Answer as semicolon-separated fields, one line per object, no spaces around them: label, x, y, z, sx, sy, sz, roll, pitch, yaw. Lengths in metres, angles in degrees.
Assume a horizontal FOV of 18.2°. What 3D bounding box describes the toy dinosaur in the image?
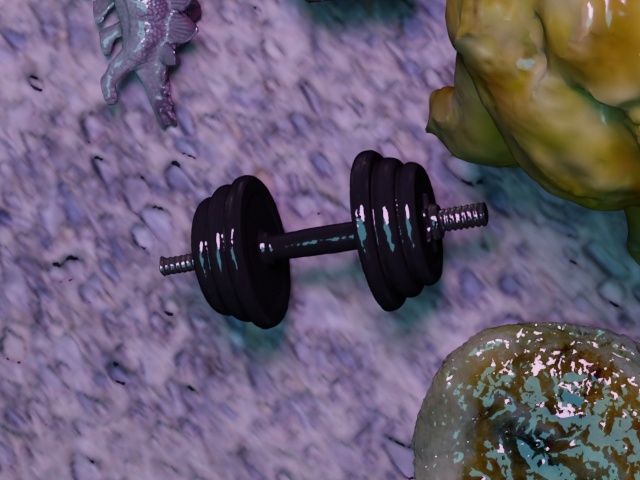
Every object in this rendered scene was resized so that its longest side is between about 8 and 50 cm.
toy dinosaur;-0.122;-0.173;1.271;0.082;0.039;0.209;-18;100;13

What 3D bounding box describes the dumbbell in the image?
dumbbell;0.000;0.000;1.220;0.209;0.099;0.099;-9;91;16

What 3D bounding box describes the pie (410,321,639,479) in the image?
pie;0.142;0.139;1.220;0.187;0.041;0.186;1;94;17

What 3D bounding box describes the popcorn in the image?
popcorn;0.202;-0.141;1.064;0.274;0.279;0.335;7;90;3

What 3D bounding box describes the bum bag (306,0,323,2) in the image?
bum bag;0.047;-0.257;1.206;0.102;0.069;0.248;26;99;28
